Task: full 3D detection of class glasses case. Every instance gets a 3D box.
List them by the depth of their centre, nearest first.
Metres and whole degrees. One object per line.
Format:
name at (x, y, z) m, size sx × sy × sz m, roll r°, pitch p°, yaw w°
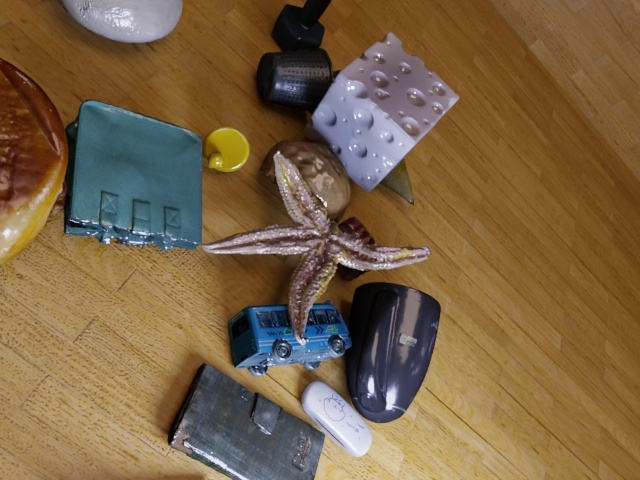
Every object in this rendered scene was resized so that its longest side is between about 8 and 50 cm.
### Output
glasses case at (0.037, 0.385, 1.211) m, size 0.197 × 0.049 × 0.076 m, roll 47°, pitch 47°, yaw -11°

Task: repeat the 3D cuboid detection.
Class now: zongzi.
zongzi at (0.153, -0.190, 1.578) m, size 0.228 × 0.115 × 0.256 m, roll -24°, pitch 97°, yaw -37°

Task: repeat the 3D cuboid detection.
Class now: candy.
candy at (-0.432, -0.559, 1.215) m, size 0.295 × 0.185 × 0.295 m, roll 18°, pitch 55°, yaw -27°

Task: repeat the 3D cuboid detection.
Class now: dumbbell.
dumbbell at (-0.005, -0.652, 1.522) m, size 0.156 × 0.316 × 0.144 m, roll -3°, pitch 66°, yaw -34°

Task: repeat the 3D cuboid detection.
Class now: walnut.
walnut at (-0.011, -0.151, 1.355) m, size 0.238 × 0.141 × 0.204 m, roll 21°, pitch 30°, yaw -34°

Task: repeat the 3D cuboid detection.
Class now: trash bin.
trash bin at (-0.075, -0.419, 1.464) m, size 0.161 × 0.175 × 0.175 m, roll -5°, pitch 72°, yaw -30°

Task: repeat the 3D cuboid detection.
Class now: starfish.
starfish at (-0.007, 0.001, 1.198) m, size 0.398 × 0.132 × 0.384 m, roll 51°, pitch 56°, yaw -7°

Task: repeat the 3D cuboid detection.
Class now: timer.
timer at (-0.213, -0.206, 1.265) m, size 0.107 × 0.109 × 0.107 m, roll -2°, pitch 100°, yaw -10°

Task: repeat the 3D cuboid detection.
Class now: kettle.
kettle at (0.139, 0.249, 1.245) m, size 0.268 × 0.207 × 0.290 m, roll 57°, pitch 44°, yaw -56°

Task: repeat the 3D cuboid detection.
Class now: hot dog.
hot dog at (-0.552, -0.165, 0.908) m, size 0.223 × 0.185 × 0.405 m, roll -32°, pitch 90°, yaw -42°

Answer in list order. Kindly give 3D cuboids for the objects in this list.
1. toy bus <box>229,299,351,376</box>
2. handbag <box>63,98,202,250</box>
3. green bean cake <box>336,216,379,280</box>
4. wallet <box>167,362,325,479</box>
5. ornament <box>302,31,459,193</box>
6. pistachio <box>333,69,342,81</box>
toy bus at (-0.062, 0.201, 1.181) m, size 0.246 × 0.113 × 0.134 m, roll 2°, pitch 61°, yaw -37°
handbag at (-0.369, -0.117, 1.104) m, size 0.268 × 0.100 × 0.274 m, roll 9°, pitch 64°, yaw -41°
green bean cake at (0.075, 0.021, 1.370) m, size 0.135 × 0.135 × 0.056 m, roll 54°, pitch 45°, yaw -2°
wallet at (-0.130, 0.382, 1.078) m, size 0.317 × 0.044 × 0.169 m, roll 38°, pitch 48°, yaw -20°
ornament at (0.146, -0.314, 1.396) m, size 0.240 × 0.239 × 0.240 m, roll 43°, pitch 55°, yaw 0°
pistachio at (0.048, -0.422, 1.599) m, size 0.189 × 0.100 × 0.110 m, roll -24°, pitch 81°, yaw -45°
